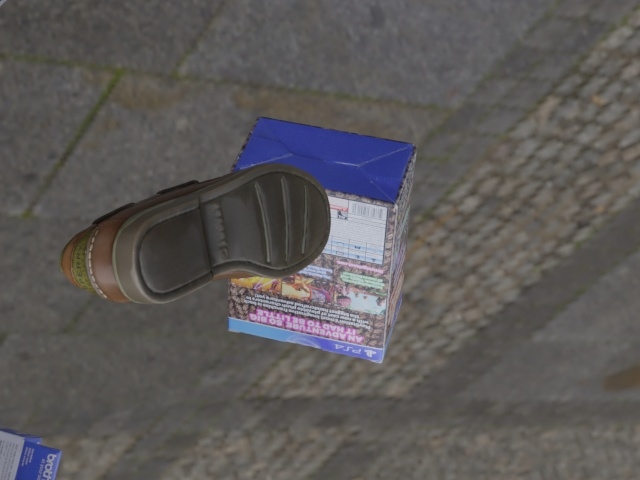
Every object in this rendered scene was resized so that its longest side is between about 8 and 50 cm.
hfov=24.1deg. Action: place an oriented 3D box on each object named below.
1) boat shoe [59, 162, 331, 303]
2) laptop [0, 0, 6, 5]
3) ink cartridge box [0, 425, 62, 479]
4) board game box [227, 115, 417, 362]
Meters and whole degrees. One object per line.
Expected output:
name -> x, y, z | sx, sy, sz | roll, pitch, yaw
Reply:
boat shoe -> -0.110, -0.012, 1.385 | 0.104, 0.111, 0.307 | 0, -174, 35
laptop -> -0.481, -0.022, 1.642 | 0.382, 0.236, 0.408 | -31, -168, 41
ink cartridge box -> -0.472, 0.307, 1.862 | 0.311, 0.186, 0.065 | 12, 176, 17
board game box -> 0.000, 0.000, 2.089 | 0.232, 0.141, 0.291 | 12, 131, 9
